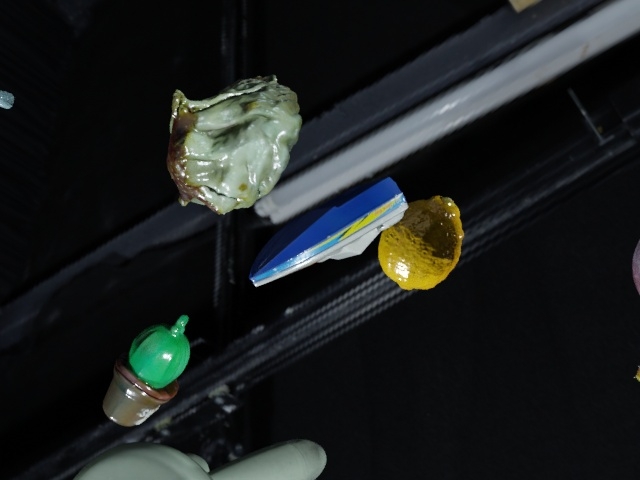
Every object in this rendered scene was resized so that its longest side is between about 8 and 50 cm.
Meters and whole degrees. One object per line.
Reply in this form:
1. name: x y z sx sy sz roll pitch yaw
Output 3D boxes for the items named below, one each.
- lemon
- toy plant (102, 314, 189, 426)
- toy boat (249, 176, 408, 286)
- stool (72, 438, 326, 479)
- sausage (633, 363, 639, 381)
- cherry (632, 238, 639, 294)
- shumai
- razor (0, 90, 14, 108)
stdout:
1. lemon: 0.177 0.003 1.444 0.187 0.142 0.142 -63 -144 22
2. toy plant: -0.254 0.192 1.280 0.105 0.143 0.200 39 -81 7
3. toy boat: 0.000 0.000 1.198 0.129 0.088 0.295 -16 -169 45
4. stool: -0.106 0.279 0.733 0.195 0.198 0.195 -14 -108 25
5. sausage: 0.569 0.272 1.048 0.082 0.082 0.371 -47 -128 5
6. cherry: 0.511 0.043 1.027 0.183 0.213 0.266 -26 -167 -24
7. shumai: -0.118 -0.123 0.968 0.184 0.142 0.184 -47 -147 45
8. razor: -0.543 -0.235 1.191 0.068 0.232 0.106 -30 -115 22
